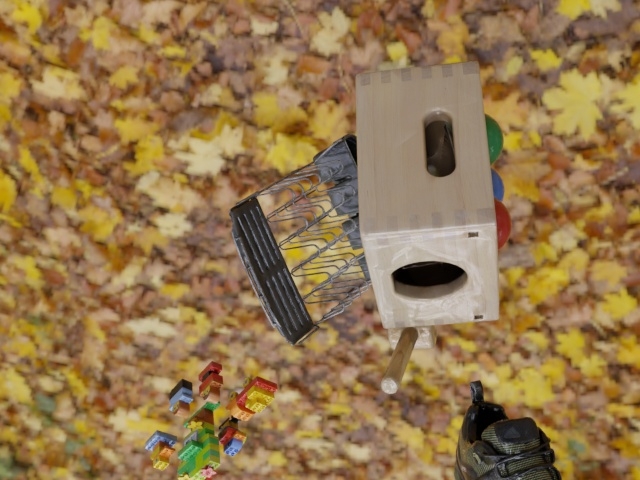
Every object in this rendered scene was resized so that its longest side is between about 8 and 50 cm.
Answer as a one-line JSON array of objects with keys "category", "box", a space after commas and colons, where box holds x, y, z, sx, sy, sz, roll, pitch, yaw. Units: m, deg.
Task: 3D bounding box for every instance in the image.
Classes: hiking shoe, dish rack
[{"category": "hiking shoe", "box": [0.170, 0.216, 0.884, 0.086, 0.227, 0.114, -16, 115, -13]}, {"category": "dish rack", "box": [0.000, 0.000, 1.286, 0.074, 0.271, 0.208, -20, 99, 35]}]

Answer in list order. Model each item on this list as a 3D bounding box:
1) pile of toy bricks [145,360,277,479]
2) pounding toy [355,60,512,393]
[{"category": "pile of toy bricks", "box": [-0.146, 0.256, 1.278, 0.118, 0.105, 0.212, 25, 123, -28]}, {"category": "pounding toy", "box": [0.084, 0.016, 0.700, 0.094, 0.181, 0.206, -5, 148, 8]}]
